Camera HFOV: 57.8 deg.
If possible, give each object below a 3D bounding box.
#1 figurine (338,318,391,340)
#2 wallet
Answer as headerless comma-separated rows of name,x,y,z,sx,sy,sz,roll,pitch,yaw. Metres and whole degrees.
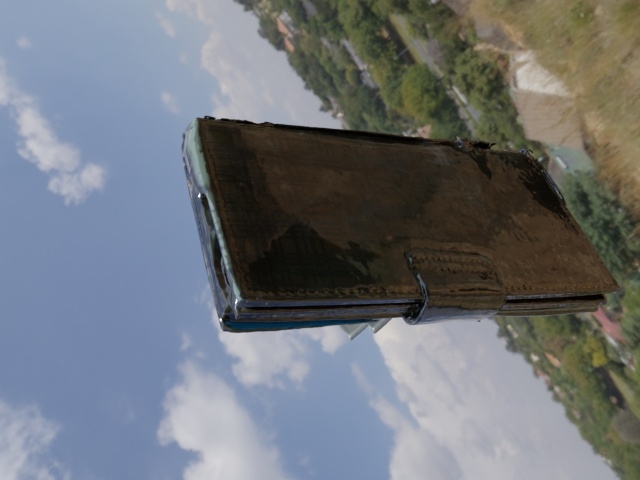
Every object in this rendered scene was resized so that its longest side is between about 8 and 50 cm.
figurine,0.000,0.000,0.852,0.285,0.342,0.167,42,-141,-7
wallet,0.065,-0.015,0.425,0.316,0.044,0.169,0,-128,-27
